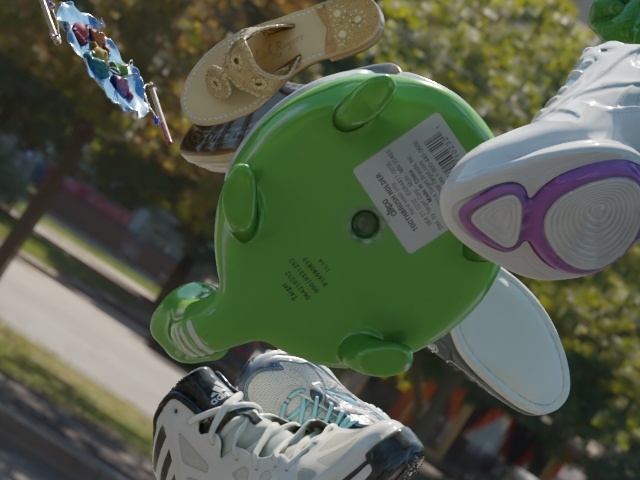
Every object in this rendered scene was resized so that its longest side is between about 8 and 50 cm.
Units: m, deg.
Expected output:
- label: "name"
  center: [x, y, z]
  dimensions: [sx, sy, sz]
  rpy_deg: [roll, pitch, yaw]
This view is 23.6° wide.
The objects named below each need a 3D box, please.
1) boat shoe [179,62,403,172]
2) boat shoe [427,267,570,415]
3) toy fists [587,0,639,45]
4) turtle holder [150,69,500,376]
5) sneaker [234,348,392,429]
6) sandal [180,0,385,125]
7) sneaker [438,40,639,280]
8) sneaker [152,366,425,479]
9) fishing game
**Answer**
- label: "boat shoe"
  center: [-0.022, -0.113, 1.753]
  dimensions: [0.341, 0.122, 0.110]
  rpy_deg: [-3, -42, 43]
- label: "boat shoe"
  center: [0.150, 0.076, 1.719]
  dimensions: [0.319, 0.116, 0.099]
  rpy_deg: [46, -29, 12]
- label: "toy fists"
  center: [0.501, -0.366, 2.146]
  dimensions: [0.096, 0.279, 0.142]
  rpy_deg: [55, -3, -38]
- label: "turtle holder"
  center: [0.020, 0.003, 1.334]
  dimensions: [0.243, 0.320, 0.227]
  rpy_deg: [25, 7, -7]
- label: "sneaker"
  center: [0.016, 0.240, 2.068]
  dimensions: [0.283, 0.110, 0.122]
  rpy_deg: [30, 5, -25]
- label: "sandal"
  center: [-0.054, -0.199, 1.589]
  dimensions: [0.088, 0.240, 0.079]
  rpy_deg: [70, 13, 14]
- label: "sneaker"
  center: [0.194, -0.064, 1.075]
  dimensions: [0.305, 0.114, 0.152]
  rpy_deg: [-15, 45, -31]
- label: "sneaker"
  center: [-0.079, 0.254, 1.846]
  dimensions: [0.447, 0.169, 0.257]
  rpy_deg: [-38, -101, 45]
- label: "fishing game"
  center: [-0.278, -0.244, 2.020]
  dimensions: [0.264, 0.041, 0.189]
  rpy_deg: [44, 17, -43]
